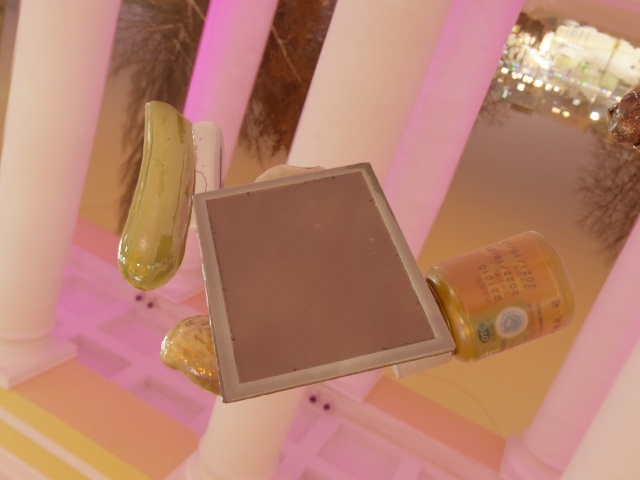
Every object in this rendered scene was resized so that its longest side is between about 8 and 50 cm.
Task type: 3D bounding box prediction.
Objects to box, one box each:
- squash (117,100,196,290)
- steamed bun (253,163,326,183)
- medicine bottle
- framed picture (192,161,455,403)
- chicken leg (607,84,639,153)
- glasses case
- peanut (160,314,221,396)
[{"bbox_3d":[-0.206,-0.057,0.814,0.083,0.250,0.083,4,165,1],"label":"squash"},{"bbox_3d":[0.001,-0.002,1.256,0.203,0.276,0.289,-20,-120,-38],"label":"steamed bun"},{"bbox_3d":[0.311,0.140,1.334,0.384,0.224,0.224,-19,-154,-3],"label":"medicine bottle"},{"bbox_3d":[-0.011,0.026,0.640,0.217,0.017,0.274,-10,-133,-7],"label":"framed picture"},{"bbox_3d":[0.560,-0.217,1.010,0.125,0.196,0.080,58,-161,15],"label":"chicken leg"},{"bbox_3d":[-0.200,-0.109,1.063,0.076,0.197,0.049,-8,161,21],"label":"glasses case"},{"bbox_3d":[-0.079,0.133,0.779,0.229,0.098,0.103,-9,-120,-23],"label":"peanut"}]
